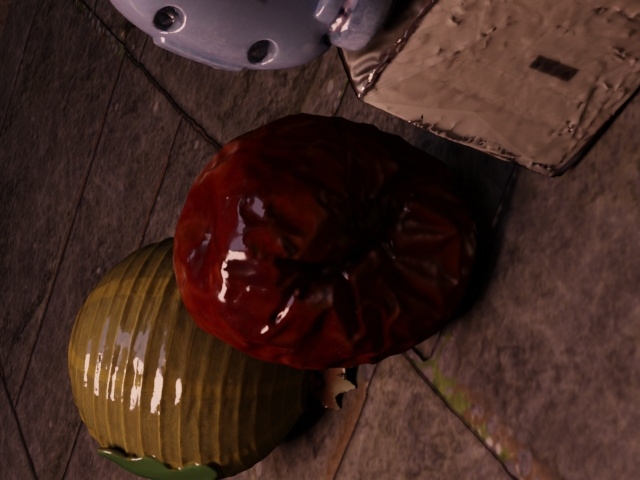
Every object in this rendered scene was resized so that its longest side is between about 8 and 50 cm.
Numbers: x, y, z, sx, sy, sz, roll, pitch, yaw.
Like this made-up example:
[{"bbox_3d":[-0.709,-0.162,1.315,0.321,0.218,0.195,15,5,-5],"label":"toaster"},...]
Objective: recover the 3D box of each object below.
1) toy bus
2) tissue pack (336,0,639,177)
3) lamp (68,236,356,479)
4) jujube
[{"bbox_3d":[-0.048,-0.269,0.826,0.232,0.197,0.294,-137,64,-67],"label":"toy bus"},{"bbox_3d":[0.114,-0.249,0.925,0.198,0.210,0.370,-48,39,31],"label":"tissue pack"},{"bbox_3d":[-0.101,0.116,1.169,0.250,0.284,0.250,6,-90,-77],"label":"lamp"},{"bbox_3d":[0.000,0.000,1.000,0.213,0.232,0.213,-25,61,56],"label":"jujube"}]
